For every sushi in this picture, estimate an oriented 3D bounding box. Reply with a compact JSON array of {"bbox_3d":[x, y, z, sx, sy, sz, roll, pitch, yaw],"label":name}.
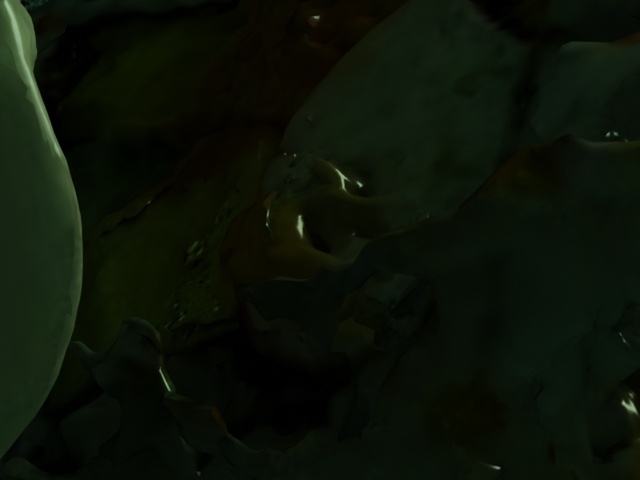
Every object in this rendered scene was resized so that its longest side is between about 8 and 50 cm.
[{"bbox_3d":[-0.003,0.003,0.492,0.176,0.417,0.417,58,-13,-31],"label":"sushi"}]

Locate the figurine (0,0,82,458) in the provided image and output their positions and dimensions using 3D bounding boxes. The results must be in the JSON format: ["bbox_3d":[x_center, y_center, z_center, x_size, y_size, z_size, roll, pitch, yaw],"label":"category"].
[{"bbox_3d":[-0.155,-0.068,0.240,0.332,0.185,0.205,82,1,-65],"label":"figurine"}]
